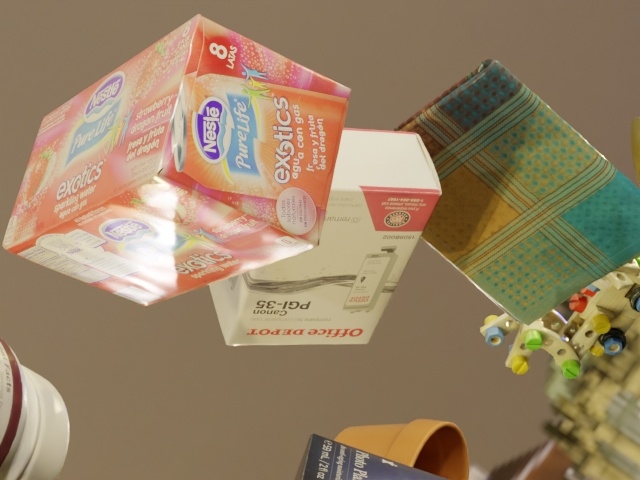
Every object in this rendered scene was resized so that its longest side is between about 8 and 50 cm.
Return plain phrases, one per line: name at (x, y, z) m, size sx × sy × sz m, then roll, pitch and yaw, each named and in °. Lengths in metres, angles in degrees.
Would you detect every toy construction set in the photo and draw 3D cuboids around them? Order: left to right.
toy construction set at (0.433, 0.104, 2.307) m, size 0.328 × 0.215 × 0.151 m, roll 126°, pitch 159°, yaw -46°

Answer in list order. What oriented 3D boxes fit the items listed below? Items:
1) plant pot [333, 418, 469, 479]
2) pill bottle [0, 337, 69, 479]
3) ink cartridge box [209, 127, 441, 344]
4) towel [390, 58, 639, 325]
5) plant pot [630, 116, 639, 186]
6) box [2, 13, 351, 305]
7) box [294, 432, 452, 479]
plant pot at (0.129, 0.470, 2.622) m, size 0.291 × 0.203 × 0.291 m, roll -20°, pitch -66°, yaw -57°
pill bottle at (-0.447, 0.159, 1.431) m, size 0.224 × 0.224 × 0.392 m, roll -53°, pitch -36°, yaw -5°
ink cartridge box at (0.000, 0.000, 1.714) m, size 0.207 × 0.117 × 0.283 m, roll 1°, pitch -45°, yaw -22°
towel at (0.251, -0.056, 1.832) m, size 0.271 × 0.370 × 0.040 m, roll -35°, pitch 29°, yaw 31°
plant pot at (0.501, -0.115, 1.985) m, size 0.134 × 0.134 × 0.095 m, roll 10°, pitch -86°, yaw -66°
box at (-0.128, -0.055, 1.163) m, size 0.300 × 0.154 × 0.142 m, roll -20°, pitch 53°, yaw 54°
box at (0.089, 0.365, 1.386) m, size 0.296 × 0.294 × 0.183 m, roll -74°, pitch 4°, yaw -73°
